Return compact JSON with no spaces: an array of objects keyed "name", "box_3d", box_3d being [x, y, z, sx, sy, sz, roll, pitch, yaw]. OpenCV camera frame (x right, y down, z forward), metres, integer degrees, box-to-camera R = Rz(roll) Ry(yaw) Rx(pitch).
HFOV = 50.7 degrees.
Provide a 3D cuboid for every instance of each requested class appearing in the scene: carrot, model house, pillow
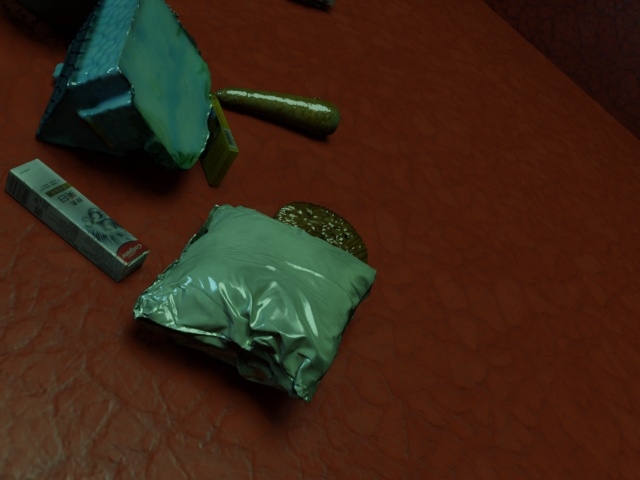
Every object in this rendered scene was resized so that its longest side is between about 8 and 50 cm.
[{"name":"carrot","box_3d":[-0.099,-0.279,1.396,0.298,0.078,0.078,9,43,-23]},{"name":"model house","box_3d":[-0.337,-0.232,1.103,0.226,0.241,0.261,59,27,-48]},{"name":"pillow","box_3d":[-0.086,0.072,0.956,0.283,0.138,0.310,27,35,5]}]

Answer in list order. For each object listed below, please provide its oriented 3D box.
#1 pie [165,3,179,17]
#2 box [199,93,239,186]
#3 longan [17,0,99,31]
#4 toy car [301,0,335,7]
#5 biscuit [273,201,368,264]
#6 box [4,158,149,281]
[{"name":"pie","box_3d":[-0.390,-0.499,1.447,0.092,0.034,0.170,45,39,8]},{"name":"box","box_3d":[-0.190,-0.179,1.194,0.023,0.087,0.155,4,46,-35]},{"name":"longan","box_3d":[-0.452,-0.580,1.248,0.404,0.336,0.405,0,70,-1]},{"name":"toy car","box_3d":[-0.055,-0.803,1.968,0.193,0.118,0.301,9,42,-42]},{"name":"biscuit","box_3d":[0.000,-0.001,1.188,0.187,0.027,0.188,20,40,-18]},{"name":"box","box_3d":[-0.344,-0.029,0.953,0.218,0.039,0.055,38,35,5]}]
